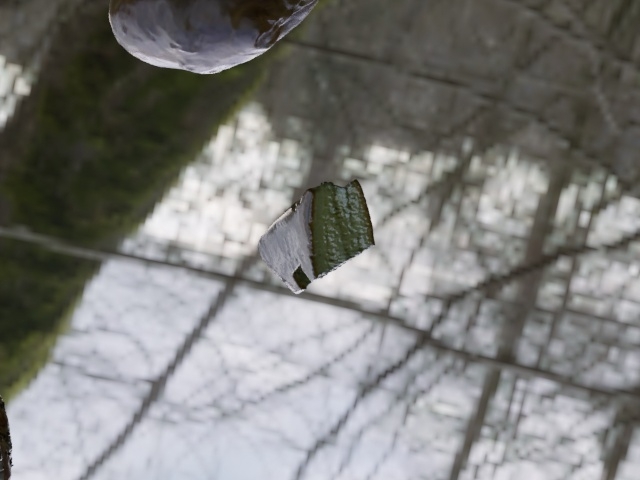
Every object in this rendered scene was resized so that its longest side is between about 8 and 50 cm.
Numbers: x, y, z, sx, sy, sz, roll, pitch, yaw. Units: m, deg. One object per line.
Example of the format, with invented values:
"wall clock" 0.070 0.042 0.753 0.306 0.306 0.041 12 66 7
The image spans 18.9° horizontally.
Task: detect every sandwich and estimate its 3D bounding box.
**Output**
"sandwich" 0.000 0.000 2.233 0.090 0.088 0.244 -23 172 -19

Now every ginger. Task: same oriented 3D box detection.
"ginger" -0.089 -0.286 2.184 0.321 0.172 0.165 -25 162 16

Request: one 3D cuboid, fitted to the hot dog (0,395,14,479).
"hot dog" -0.218 0.075 1.146 0.053 0.099 0.192 -6 -131 -20
